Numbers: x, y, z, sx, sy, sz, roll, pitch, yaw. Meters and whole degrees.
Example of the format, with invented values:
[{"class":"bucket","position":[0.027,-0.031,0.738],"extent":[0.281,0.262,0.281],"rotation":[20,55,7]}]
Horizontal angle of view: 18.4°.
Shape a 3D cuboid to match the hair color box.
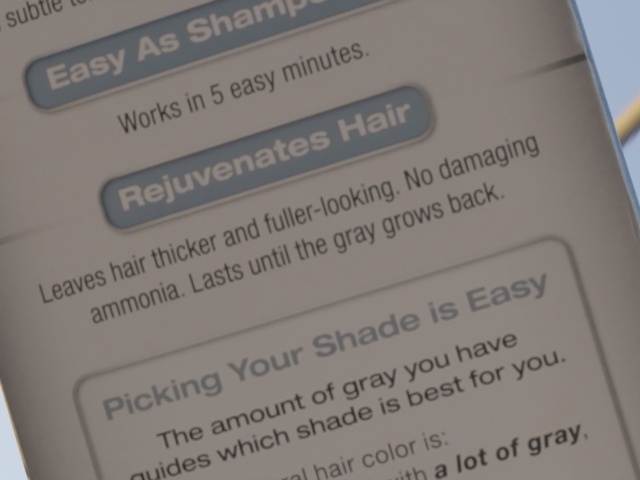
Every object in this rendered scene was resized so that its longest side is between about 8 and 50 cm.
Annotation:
[{"class":"hair color box","position":[0.000,0.000,0.584],"extent":[0.185,0.113,0.374],"rotation":[-17,-91,9]}]
